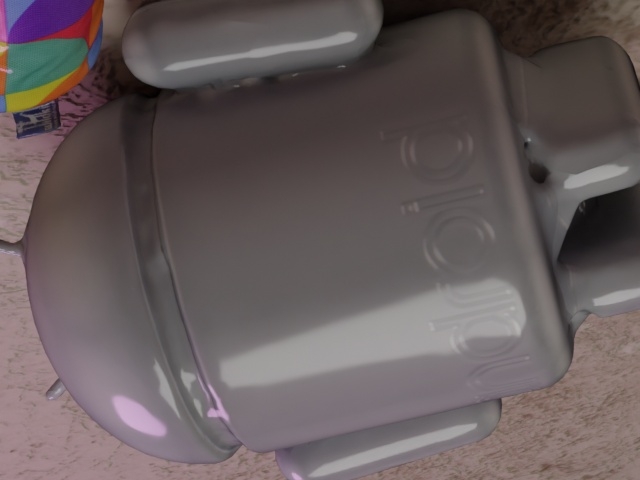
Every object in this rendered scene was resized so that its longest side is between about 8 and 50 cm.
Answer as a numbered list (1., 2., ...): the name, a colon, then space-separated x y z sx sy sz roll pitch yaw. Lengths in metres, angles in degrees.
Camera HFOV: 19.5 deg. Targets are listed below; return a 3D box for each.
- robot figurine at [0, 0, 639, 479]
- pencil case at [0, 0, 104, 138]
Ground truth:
1. robot figurine: 0.000 0.000 0.961 0.353 0.200 0.300 -14 117 9
2. pencil case: -0.129 -0.137 0.728 0.104 0.104 0.236 -5 153 -12
